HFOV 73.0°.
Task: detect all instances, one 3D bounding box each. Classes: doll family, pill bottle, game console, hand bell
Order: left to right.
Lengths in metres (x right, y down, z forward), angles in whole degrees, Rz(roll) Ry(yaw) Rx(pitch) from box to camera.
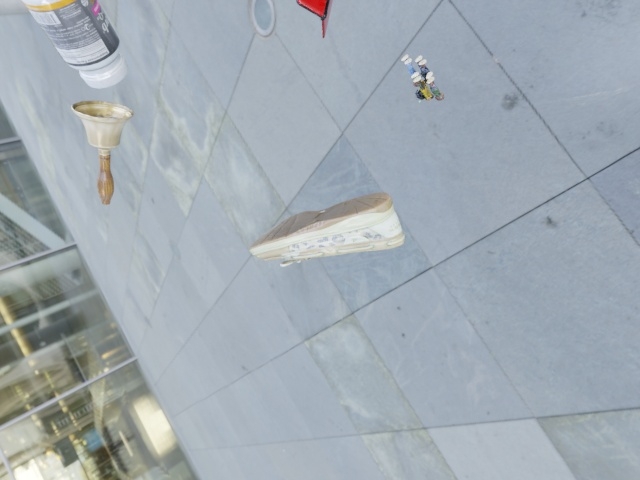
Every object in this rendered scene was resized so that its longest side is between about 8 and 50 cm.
[{"bbox_3d":[-0.645,-0.563,1.161,0.162,0.162,0.278,44,163,26],"label":"pill bottle"},{"bbox_3d":[-0.516,-0.194,1.030,0.126,0.126,0.241,37,126,34],"label":"hand bell"},{"bbox_3d":[-0.011,-0.627,1.119,0.085,0.124,0.143,-10,67,61],"label":"game console"},{"bbox_3d":[0.302,-0.470,1.276,0.076,0.111,0.192,-26,55,25],"label":"doll family"}]

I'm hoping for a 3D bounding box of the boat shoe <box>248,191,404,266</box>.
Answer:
[{"bbox_3d":[0.000,0.000,0.743,0.286,0.104,0.089,-13,115,33],"label":"boat shoe"}]
